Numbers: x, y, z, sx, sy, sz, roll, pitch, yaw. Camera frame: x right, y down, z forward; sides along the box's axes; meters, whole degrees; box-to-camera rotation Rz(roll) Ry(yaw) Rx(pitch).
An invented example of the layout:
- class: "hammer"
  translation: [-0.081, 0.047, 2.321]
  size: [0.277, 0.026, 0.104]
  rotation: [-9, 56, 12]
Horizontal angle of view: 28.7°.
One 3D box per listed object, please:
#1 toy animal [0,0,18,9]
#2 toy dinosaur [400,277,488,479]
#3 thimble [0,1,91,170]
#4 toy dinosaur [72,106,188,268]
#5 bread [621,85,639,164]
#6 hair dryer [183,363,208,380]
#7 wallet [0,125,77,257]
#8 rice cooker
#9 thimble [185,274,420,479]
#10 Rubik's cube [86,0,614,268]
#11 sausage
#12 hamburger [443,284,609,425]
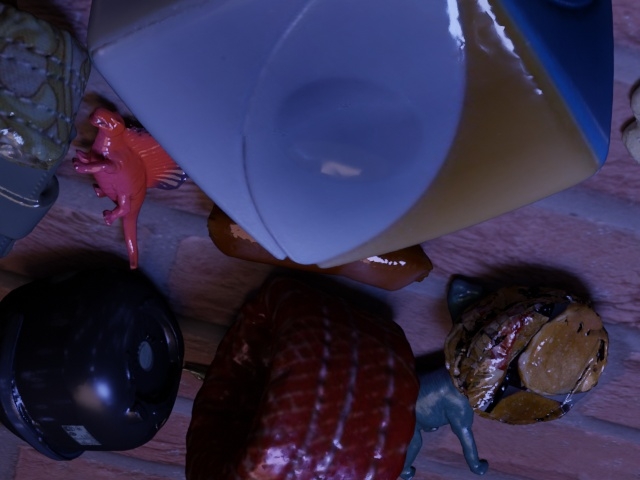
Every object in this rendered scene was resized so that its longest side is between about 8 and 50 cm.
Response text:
- class: "toy animal"
  translation: [-0.229, -0.286, 1.301]
  size: [0.275, 0.054, 0.149]
  rotation: [2, 145, 3]
- class: "toy dinosaur"
  translation: [0.129, 0.207, 1.859]
  size: [0.383, 0.129, 0.331]
  rotation: [-16, 126, 29]
- class: "thimble"
  translation: [-0.346, -0.172, 1.354]
  size: [0.137, 0.144, 0.190]
  rotation: [9, 169, 44]
- class: "toy dinosaur"
  translation: [-0.219, -0.074, 1.583]
  size: [0.138, 0.070, 0.286]
  rotation: [-19, 142, -2]
- class: "bread"
  translation: [0.470, -0.134, 1.397]
  size: [0.250, 0.039, 0.182]
  rotation: [7, 143, 1]
- class: "hair dryer"
  translation: [-0.121, 0.257, 1.986]
  size: [0.237, 0.075, 0.206]
  rotation: [28, 145, -13]
- class: "wallet"
  translation: [-0.455, -0.093, 1.565]
  size: [0.252, 0.083, 0.360]
  rotation: [28, 138, -17]
- class: "rice cooker"
  translation: [-0.323, 0.172, 1.744]
  size: [0.224, 0.267, 0.267]
  rotation: [-4, 141, 21]
- class: "thimble"
  translation: [-0.031, 0.243, 1.717]
  size: [0.230, 0.350, 0.350]
  rotation: [24, 139, -20]
- class: "Rubik's cube"
  translation: [0.040, -0.222, 1.100]
  size: [0.347, 0.352, 0.352]
  rotation: [-17, 139, 28]
- class: "sausage"
  translation: [0.000, 0.000, 1.609]
  size: [0.300, 0.083, 0.089]
  rotation: [12, 142, -11]
- class: "hamburger"
  translation: [0.284, 0.152, 1.698]
  size: [0.231, 0.107, 0.231]
  rotation: [-10, 121, -16]
